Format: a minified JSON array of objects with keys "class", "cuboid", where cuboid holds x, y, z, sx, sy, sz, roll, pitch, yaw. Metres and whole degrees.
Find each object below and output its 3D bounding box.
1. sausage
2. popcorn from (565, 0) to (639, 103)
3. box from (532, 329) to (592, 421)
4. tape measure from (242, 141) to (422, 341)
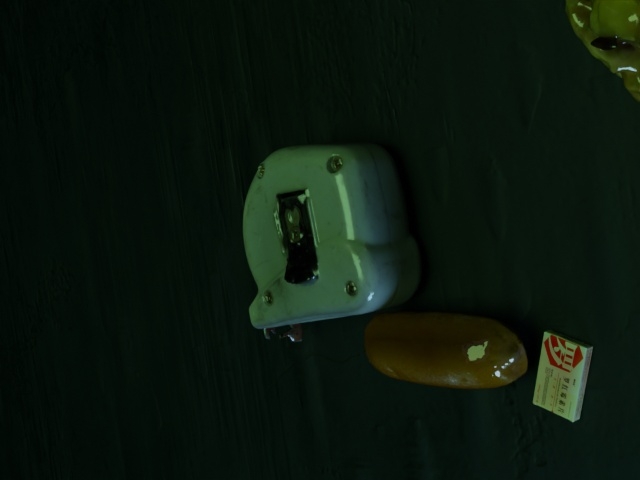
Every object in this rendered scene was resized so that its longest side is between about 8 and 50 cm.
[{"class":"sausage","cuboid":[0.150,0.135,1.251,0.238,0.098,0.098,-3,96,47]},{"class":"popcorn","cuboid":[0.309,-0.239,0.934,0.190,0.191,0.253,5,111,61]},{"class":"box","cuboid":[0.278,0.155,1.172,0.058,0.015,0.093,21,113,42]},{"class":"tape measure","cuboid":[0.000,0.000,1.361,0.258,0.130,0.265,-15,87,50]}]
